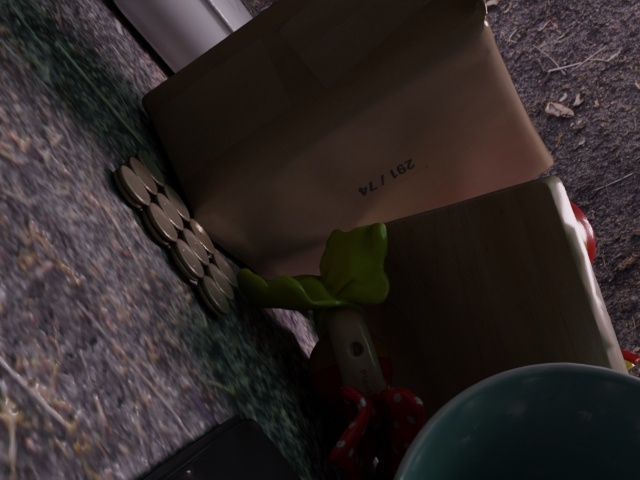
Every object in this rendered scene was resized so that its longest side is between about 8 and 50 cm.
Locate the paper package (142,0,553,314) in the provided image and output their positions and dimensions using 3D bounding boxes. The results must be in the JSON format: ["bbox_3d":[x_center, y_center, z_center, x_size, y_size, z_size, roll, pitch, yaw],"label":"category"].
[{"bbox_3d":[0.039,-0.107,1.025,0.309,0.324,0.168,43,16,-56],"label":"paper package"}]

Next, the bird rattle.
[{"bbox_3d":[0.039,0.117,0.922,0.207,0.143,0.254,85,-21,-72],"label":"bird rattle"}]

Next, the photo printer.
[{"bbox_3d":[-0.158,-0.283,1.283,0.307,0.107,0.256,49,12,-42],"label":"photo printer"}]

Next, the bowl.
[{"bbox_3d":[0.184,0.267,0.758,0.312,0.311,0.163,61,-22,26],"label":"bowl"}]

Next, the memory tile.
[{"bbox_3d":[-0.118,-0.007,0.833,0.148,0.012,0.113,55,9,-13],"label":"memory tile"}]

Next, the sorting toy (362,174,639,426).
[{"bbox_3d":[0.171,0.083,0.939,0.089,0.255,0.257,-23,94,-43],"label":"sorting toy"}]

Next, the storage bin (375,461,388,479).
[{"bbox_3d":[0.114,0.263,0.927,0.135,0.098,0.091,56,19,-9],"label":"storage bin"}]

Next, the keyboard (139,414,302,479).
[{"bbox_3d":[-0.027,0.202,0.537,0.201,0.033,0.317,52,9,6],"label":"keyboard"}]
